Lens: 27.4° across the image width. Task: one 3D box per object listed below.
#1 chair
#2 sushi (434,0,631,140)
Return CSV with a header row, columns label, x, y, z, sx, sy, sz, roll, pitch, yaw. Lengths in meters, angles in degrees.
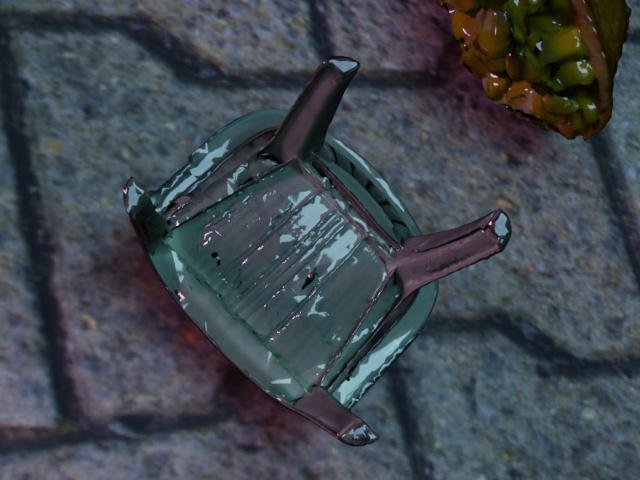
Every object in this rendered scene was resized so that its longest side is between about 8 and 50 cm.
label,x,y,z,sx,sy,sz,roll,pitch,yaw
chair,0.000,0.000,0.837,0.190,0.274,0.203,-44,93,-11
sushi,0.145,-0.216,1.026,0.179,0.167,0.296,-17,96,-26
